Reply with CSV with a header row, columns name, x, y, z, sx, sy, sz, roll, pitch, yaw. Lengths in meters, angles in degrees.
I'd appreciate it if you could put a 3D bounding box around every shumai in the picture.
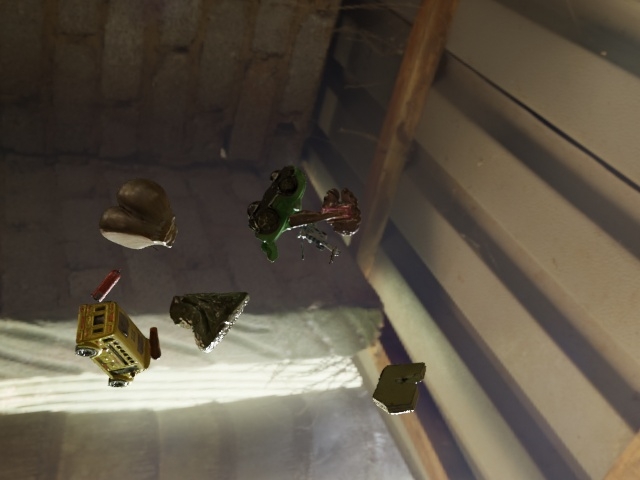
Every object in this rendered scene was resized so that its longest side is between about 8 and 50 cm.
name,x,y,z,sx,sy,sz,roll,pitch,yaw
shumai,-0.481,0.285,2.662,0.304,0.264,0.309,-57,177,-10

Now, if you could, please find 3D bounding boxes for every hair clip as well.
name,x,y,z,sx,sy,sz,roll,pitch,yaw
hair clip,0.021,-0.095,2.291,0.301,0.069,0.172,-6,-74,34

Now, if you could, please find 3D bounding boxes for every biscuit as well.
name,x,y,z,sx,sy,sz,roll,pitch,yaw
biscuit,0.247,0.463,2.010,0.250,0.147,0.046,-49,123,-64

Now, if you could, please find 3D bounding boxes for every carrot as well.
name,x,y,z,sx,sy,sz,roll,pitch,yaw
carrot,-0.432,0.269,1.662,0.032,0.032,0.093,-135,-139,-56

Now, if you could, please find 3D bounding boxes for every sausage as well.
name,x,y,z,sx,sy,sz,roll,pitch,yaw
sausage,-0.782,0.158,2.347,0.145,0.048,0.050,-52,-138,1

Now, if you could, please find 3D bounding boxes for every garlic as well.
name,x,y,z,sx,sy,sz,roll,pitch,yaw
garlic,-0.633,-0.090,2.234,0.340,0.246,0.231,-13,-117,66

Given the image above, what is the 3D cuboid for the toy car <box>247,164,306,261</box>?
name,x,y,z,sx,sy,sz,roll,pitch,yaw
toy car,-0.167,-0.119,2.499,0.358,0.176,0.213,-56,-160,1

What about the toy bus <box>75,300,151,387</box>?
name,x,y,z,sx,sy,sz,roll,pitch,yaw
toy bus,-0.618,0.320,1.943,0.330,0.152,0.144,74,5,-53

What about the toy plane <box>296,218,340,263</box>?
name,x,y,z,sx,sy,sz,roll,pitch,yaw
toy plane,0.004,-0.010,2.385,0.273,0.107,0.181,6,-89,54
